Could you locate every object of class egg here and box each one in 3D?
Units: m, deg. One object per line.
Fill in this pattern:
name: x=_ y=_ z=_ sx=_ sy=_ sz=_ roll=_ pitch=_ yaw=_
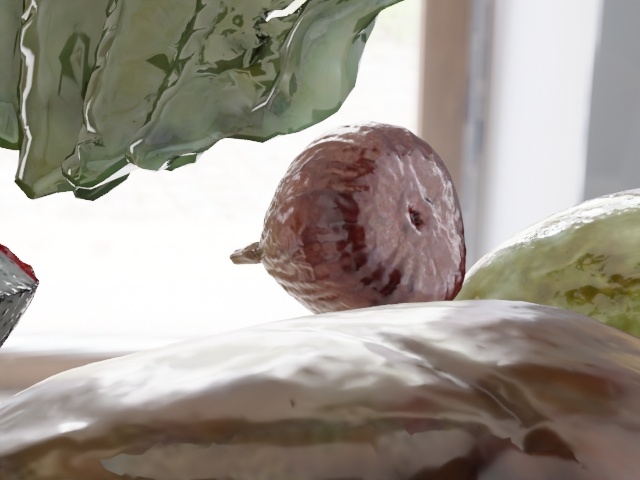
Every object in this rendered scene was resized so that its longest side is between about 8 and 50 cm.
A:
egg: x=0.219 y=0.083 z=1.230 sx=0.289 sy=0.238 sz=0.238 roll=-1 pitch=26 yaw=-6

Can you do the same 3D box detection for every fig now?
fig: x=0.003 y=-0.006 z=1.041 sx=0.153 sy=0.119 sz=0.119 roll=-4 pitch=24 yaw=17

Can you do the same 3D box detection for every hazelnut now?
hazelnut: x=-0.002 y=0.197 z=0.630 sx=0.409 sy=0.359 sz=0.359 roll=-35 pitch=17 yaw=21

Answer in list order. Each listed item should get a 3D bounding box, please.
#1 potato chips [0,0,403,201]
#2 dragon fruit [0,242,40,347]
potato chips: x=-0.017 y=-0.187 z=0.479 sx=0.097 sy=0.373 sz=0.389 roll=21 pitch=40 yaw=-47
dragon fruit: x=-0.121 y=0.021 z=0.508 sx=0.056 sy=0.060 sz=0.083 roll=35 pitch=15 yaw=5
